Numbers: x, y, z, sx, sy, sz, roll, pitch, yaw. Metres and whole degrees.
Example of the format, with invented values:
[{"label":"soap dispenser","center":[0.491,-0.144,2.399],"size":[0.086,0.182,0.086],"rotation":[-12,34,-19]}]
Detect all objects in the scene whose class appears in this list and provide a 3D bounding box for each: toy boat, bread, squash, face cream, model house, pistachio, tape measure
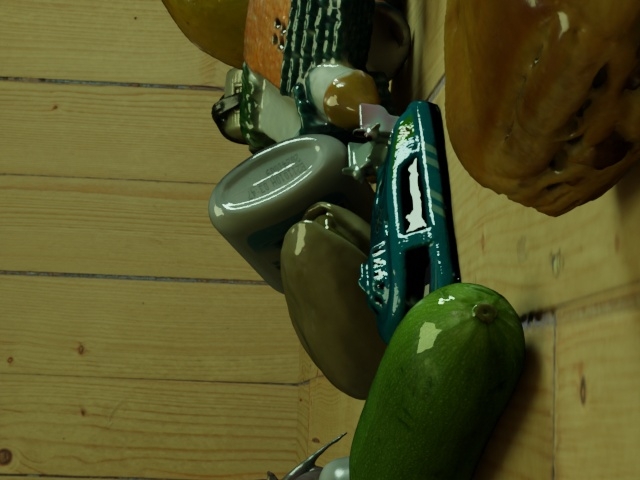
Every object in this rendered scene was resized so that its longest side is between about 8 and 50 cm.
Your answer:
[{"label":"toy boat","center":[0.071,0.003,1.155],"size":[0.134,0.092,0.299],"rotation":[103,170,-48]},{"label":"bread","center":[0.114,-0.147,0.598],"size":[0.210,0.099,0.235],"rotation":[105,167,-68]},{"label":"squash","center":[0.076,0.147,0.927],"size":[0.379,0.101,0.101],"rotation":[97,174,-56]},{"label":"face cream","center":[0.000,0.000,1.398],"size":[0.080,0.163,0.337],"rotation":[66,-174,30]},{"label":"model house","center":[0.037,-0.187,1.391],"size":[0.301,0.190,0.271],"rotation":[-127,41,-58]},{"label":"pistachio","center":[0.029,0.066,1.261],"size":[0.136,0.136,0.226],"rotation":[-97,-12,-65]},{"label":"tape measure","center":[-0.053,-0.198,1.915],"size":[0.271,0.231,0.133],"rotation":[-152,62,-85]}]

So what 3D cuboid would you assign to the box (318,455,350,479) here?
[{"label":"box","center":[0.042,0.331,1.221],"size":[0.337,0.106,0.264],"rotation":[100,172,-53]}]

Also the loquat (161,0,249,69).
[{"label":"loquat","center":[-0.078,-0.382,1.727],"size":[0.359,0.328,0.328],"rotation":[111,161,-62]}]

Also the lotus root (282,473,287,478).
[{"label":"lotus root","center":[-0.035,0.478,1.662],"size":[0.175,0.175,0.350],"rotation":[104,171,-68]}]

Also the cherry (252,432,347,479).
[{"label":"cherry","center":[-0.031,0.380,1.520],"size":[0.183,0.213,0.266],"rotation":[17,-118,-56]}]
